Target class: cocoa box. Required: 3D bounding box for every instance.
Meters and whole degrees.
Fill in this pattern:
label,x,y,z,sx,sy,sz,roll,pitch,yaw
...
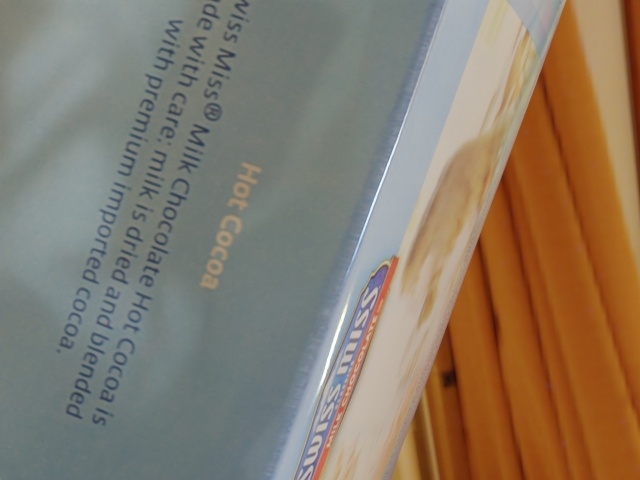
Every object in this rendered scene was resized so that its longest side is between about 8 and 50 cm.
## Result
label,x,y,z,sx,sy,sz,roll,pitch,yaw
cocoa box,-0.061,-0.041,0.437,0.228,0.347,0.231,21,-175,13
